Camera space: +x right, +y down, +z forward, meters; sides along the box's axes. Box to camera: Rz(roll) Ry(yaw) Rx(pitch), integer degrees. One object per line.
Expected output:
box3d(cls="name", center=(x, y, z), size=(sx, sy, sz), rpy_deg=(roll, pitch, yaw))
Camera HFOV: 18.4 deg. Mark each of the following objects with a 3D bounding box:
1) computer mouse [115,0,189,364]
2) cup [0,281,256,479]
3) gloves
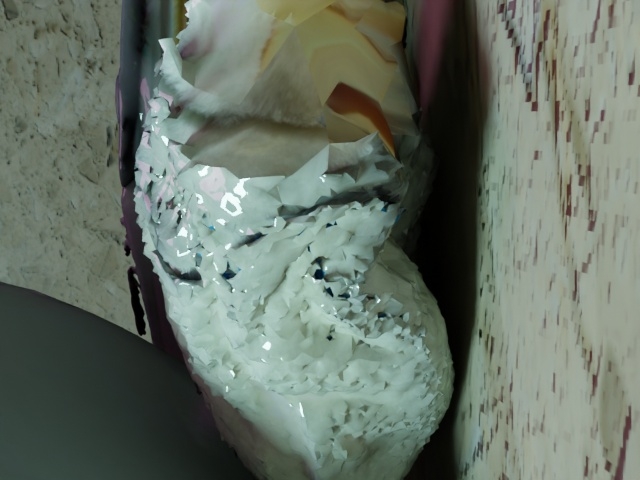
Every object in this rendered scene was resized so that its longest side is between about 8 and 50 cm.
box3d(cls="computer mouse", center=(-0.023, -0.001, 0.683), size=(0.310, 0.072, 0.158), rpy_deg=(87, -177, -61))
box3d(cls="cup", center=(-0.120, 0.141, 0.599), size=(0.163, 0.347, 0.347), rpy_deg=(-71, -13, -53))
box3d(cls="gloves", center=(-0.004, 0.001, 0.499), size=(0.153, 0.070, 0.114), rpy_deg=(74, -168, -48))
